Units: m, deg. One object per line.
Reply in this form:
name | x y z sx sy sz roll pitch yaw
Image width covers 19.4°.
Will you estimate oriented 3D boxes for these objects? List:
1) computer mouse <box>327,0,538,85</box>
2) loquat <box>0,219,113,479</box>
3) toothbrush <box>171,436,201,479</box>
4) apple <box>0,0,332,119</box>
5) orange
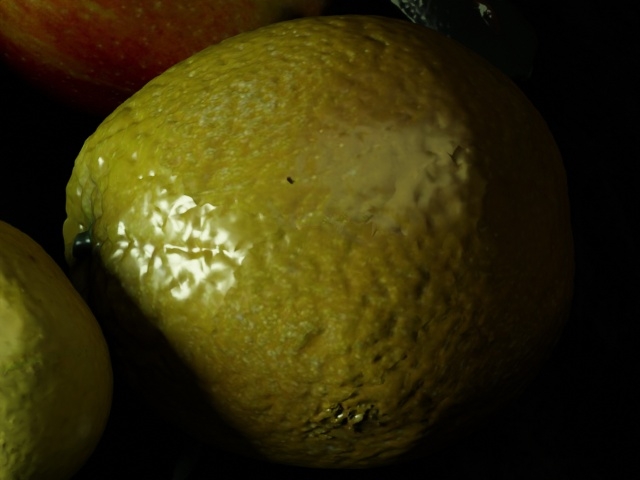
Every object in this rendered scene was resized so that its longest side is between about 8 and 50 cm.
computer mouse | 0.088 -0.252 1.798 0.295 0.087 0.168 35 38 8
loquat | -0.235 0.085 1.195 0.208 0.208 0.208 14 42 -13
toothbrush | -0.118 0.200 1.271 0.014 0.017 0.194 22 43 5
apple | -0.152 -0.237 1.527 0.317 0.288 0.288 31 39 -12
orange | 0.000 0.000 1.325 0.357 0.322 0.322 0 46 -13
